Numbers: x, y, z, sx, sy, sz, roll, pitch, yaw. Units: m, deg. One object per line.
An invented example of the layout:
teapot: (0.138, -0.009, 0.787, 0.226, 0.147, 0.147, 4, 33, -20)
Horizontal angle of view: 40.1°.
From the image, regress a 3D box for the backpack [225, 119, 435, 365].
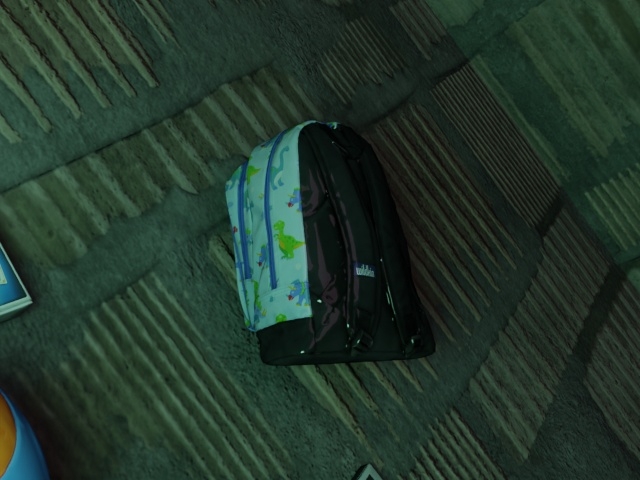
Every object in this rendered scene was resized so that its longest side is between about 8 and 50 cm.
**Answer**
backpack: (0.000, 0.000, 1.280, 0.290, 0.273, 0.356, 3, 81, -44)

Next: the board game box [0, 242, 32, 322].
board game box: (-0.462, -0.028, 0.924, 0.193, 0.053, 0.305, -22, 80, -52)

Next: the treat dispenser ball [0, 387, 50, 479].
treat dispenser ball: (-0.351, 0.216, 0.659, 0.288, 0.288, 0.288, 28, 44, -31)

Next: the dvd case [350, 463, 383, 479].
dvd case: (0.063, 0.438, 1.163, 0.179, 0.029, 0.238, 53, 37, -4)
